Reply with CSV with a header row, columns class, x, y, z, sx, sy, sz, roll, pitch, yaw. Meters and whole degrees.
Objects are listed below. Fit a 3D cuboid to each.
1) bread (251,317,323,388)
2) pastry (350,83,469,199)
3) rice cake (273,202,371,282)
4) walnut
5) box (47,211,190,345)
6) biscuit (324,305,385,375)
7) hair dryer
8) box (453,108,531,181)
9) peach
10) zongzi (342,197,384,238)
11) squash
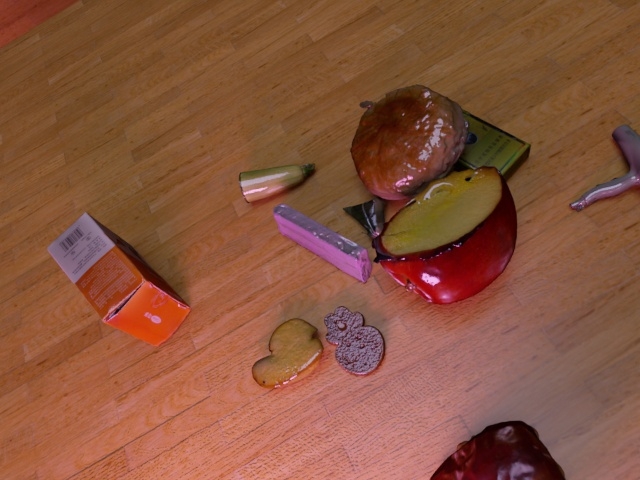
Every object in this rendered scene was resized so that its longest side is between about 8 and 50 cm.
class,x,y,z,sx,sy,sz,roll,pitch,yaw
bread,-0.078,0.275,1.098,0.187,0.065,0.149,-34,48,2
pastry,0.222,-0.257,1.176,0.329,0.136,0.330,-21,56,35
rice cake,0.001,0.000,1.182,0.297,0.106,0.050,30,66,28
walnut,0.299,0.450,0.813,0.269,0.222,0.244,-36,27,7
box,-0.536,0.107,1.229,0.341,0.225,0.143,38,78,30
biscuit,0.080,0.235,1.083,0.124,0.026,0.175,-34,59,-3
hair dryer,0.705,-0.177,1.080,0.224,0.088,0.219,-8,54,31
box,0.409,-0.238,1.198,0.141,0.064,0.220,-46,58,-6
peach,0.307,-0.002,1.038,0.361,0.201,0.257,-45,32,-19
zongzi,0.114,-0.047,1.208,0.119,0.055,0.109,-13,72,32
squash,-0.121,-0.183,1.334,0.224,0.094,0.094,-17,60,1
